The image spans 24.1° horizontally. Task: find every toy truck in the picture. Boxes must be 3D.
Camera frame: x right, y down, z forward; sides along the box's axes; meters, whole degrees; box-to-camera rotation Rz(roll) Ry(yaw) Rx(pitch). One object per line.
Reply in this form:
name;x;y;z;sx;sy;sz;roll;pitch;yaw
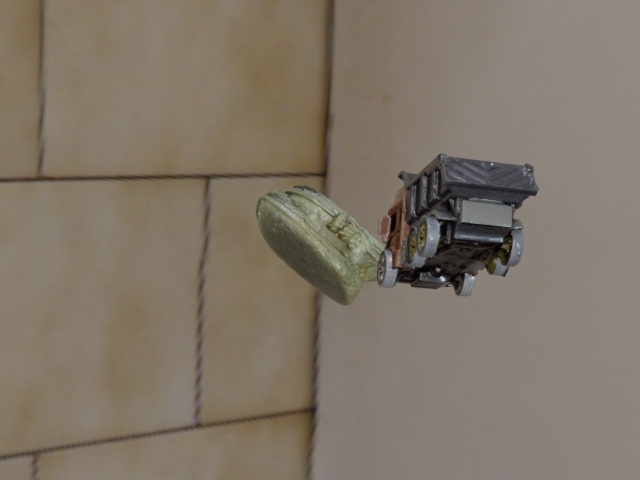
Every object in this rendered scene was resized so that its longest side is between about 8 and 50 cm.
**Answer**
toy truck;0.106;-0.015;1.204;0.083;0.192;0.092;6;76;-12

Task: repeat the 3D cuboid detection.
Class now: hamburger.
hamburger;0.000;0.000;1.445;0.140;0.133;0.062;44;75;5
